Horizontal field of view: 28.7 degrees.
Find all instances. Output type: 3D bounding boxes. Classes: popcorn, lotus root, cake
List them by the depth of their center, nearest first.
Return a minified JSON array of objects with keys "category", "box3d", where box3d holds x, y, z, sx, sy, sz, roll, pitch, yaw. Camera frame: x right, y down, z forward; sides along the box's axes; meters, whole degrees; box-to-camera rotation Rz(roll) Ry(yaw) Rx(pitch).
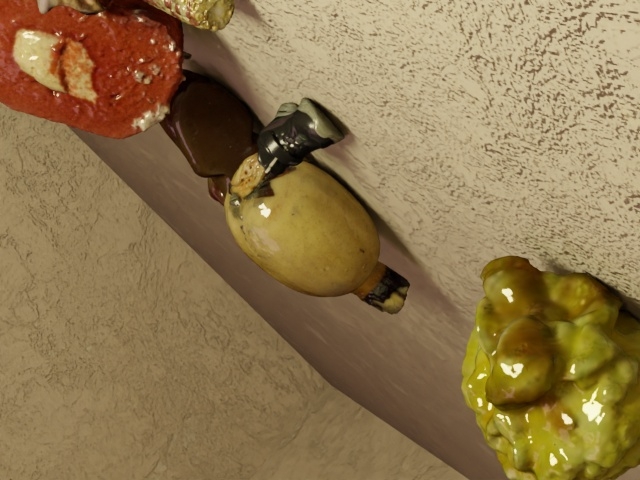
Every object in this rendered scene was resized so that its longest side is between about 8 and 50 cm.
[{"category":"popcorn","box3d":[0.244,0.132,1.299,0.252,0.205,0.237,59,-173,1]},{"category":"cake","box3d":[-0.305,-0.239,1.587,0.282,0.177,0.151,10,-154,-12]},{"category":"lotus root","box3d":[0.000,0.000,1.781,0.310,0.183,0.183,39,172,-22]}]

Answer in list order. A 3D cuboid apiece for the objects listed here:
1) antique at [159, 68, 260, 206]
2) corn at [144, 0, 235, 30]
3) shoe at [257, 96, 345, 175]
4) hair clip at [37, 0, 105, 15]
[{"category":"antique","box3d":[-0.150,-0.140,1.855,0.257,0.121,0.143,48,171,-31]},{"category":"corn","box3d":[-0.188,-0.304,1.411,0.237,0.079,0.079,34,168,32]},{"category":"shoe","box3d":[-0.039,-0.121,1.556,0.071,0.099,0.169,47,169,-17]},{"category":"hair clip","box3d":[-0.338,-0.380,1.402,0.173,0.069,0.300,26,143,62]}]
